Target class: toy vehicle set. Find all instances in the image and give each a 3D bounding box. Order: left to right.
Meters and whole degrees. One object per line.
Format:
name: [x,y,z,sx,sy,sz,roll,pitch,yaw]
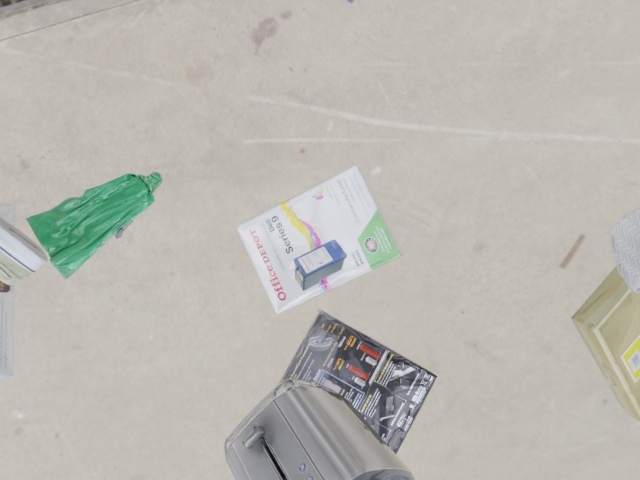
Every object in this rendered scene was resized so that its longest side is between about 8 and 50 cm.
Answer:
toy vehicle set: [0.457,0.128,0.801,0.166,0.035,0.267,-45,124,-6]

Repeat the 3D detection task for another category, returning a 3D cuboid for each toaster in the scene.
toaster: [0.003,0.240,0.609,0.129,0.146,0.227,-46,146,5]

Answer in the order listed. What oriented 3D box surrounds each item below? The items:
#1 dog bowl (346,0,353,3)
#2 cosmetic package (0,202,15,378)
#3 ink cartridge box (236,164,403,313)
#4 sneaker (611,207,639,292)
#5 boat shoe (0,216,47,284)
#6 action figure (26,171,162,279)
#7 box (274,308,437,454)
dog bowl: [-0.050,-0.465,0.880,0.264,0.265,0.104,17,110,-18]
cosmetic package: [-0.766,0.095,1.141,0.097,0.378,0.284,-12,168,30]
ink cartridge box: [0.000,0.000,0.895,0.212,0.093,0.154,-25,87,11]
sneaker: [0.411,0.042,0.432,0.182,0.315,0.127,-27,140,-13]
boat shoe: [-0.637,-0.017,1.050,0.094,0.109,0.302,-44,136,-10]
action figure: [-0.376,-0.049,1.007,0.232,0.063,0.137,-36,79,-9]
box: [0.029,0.315,1.030,0.242,0.076,0.308,29,84,-2]
